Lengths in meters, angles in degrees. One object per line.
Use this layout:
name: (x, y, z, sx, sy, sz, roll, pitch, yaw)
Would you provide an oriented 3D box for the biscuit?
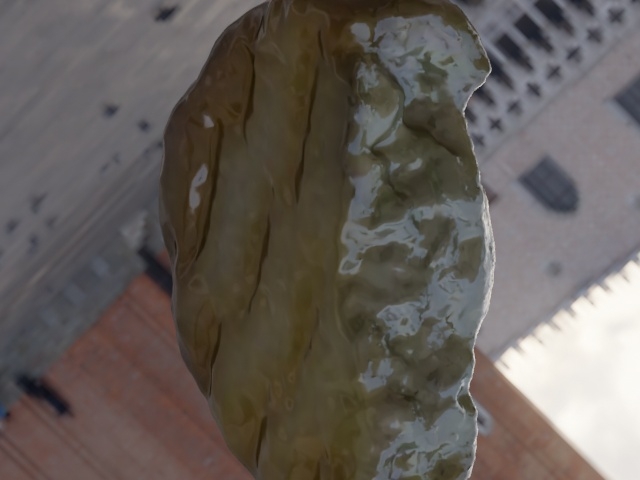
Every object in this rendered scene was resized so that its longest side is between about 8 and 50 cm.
biscuit: (0.001, 0.000, 0.767, 0.091, 0.274, 0.213, -10, -161, -35)
